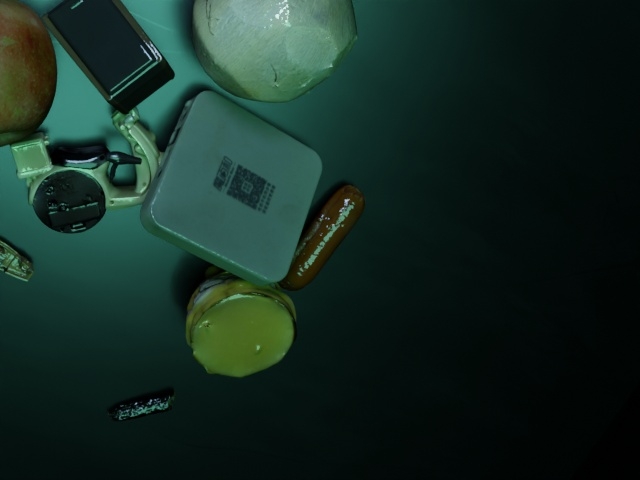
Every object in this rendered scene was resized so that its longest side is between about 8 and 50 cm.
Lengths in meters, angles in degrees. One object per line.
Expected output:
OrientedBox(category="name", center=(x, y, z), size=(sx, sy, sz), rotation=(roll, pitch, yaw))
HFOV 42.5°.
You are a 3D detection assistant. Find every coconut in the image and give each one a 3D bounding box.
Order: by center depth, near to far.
OrientedBox(category="coconut", center=(-0.084, -0.487, 1.787), size=(0.360, 0.346, 0.346), rotation=(-28, 122, 33))

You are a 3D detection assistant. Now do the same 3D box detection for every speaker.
OrientedBox(category="speaker", center=(-0.444, -0.409, 1.745), size=(0.153, 0.192, 0.231), rotation=(-38, 91, -3))

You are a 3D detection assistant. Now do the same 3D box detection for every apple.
OrientedBox(category="apple", center=(-0.684, -0.324, 1.654), size=(0.319, 0.319, 0.277), rotation=(-20, 102, -10))

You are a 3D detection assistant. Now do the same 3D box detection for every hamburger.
OrientedBox(category="hamburger", center=(-0.210, 0.182, 2.061), size=(0.276, 0.237, 0.276), rotation=(-7, 120, -12))

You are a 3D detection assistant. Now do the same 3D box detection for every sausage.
OrientedBox(category="sausage", center=(0.000, 0.000, 2.135), size=(0.102, 0.102, 0.330), rotation=(34, 97, -26))

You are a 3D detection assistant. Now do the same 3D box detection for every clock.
OrientedBox(category="clock", center=(-0.494, -0.166, 1.898), size=(0.379, 0.120, 0.276), rotation=(-18, 118, -11))

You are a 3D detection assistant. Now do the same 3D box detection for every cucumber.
OrientedBox(category="cucumber", center=(-0.470, 0.442, 2.171), size=(0.181, 0.053, 0.053), rotation=(-12, 113, -12))

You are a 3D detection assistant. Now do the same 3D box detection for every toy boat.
OrientedBox(category="toy boat", center=(-0.761, 0.029, 1.903), size=(0.206, 0.072, 0.064), rotation=(35, 94, -27))

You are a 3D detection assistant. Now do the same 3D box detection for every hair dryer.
OrientedBox(category="hair dryer", center=(-0.448, -0.162, 1.843), size=(0.079, 0.031, 0.083), rotation=(9, 129, -29))

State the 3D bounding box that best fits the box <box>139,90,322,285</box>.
OrientedBox(category="box", center=(-0.201, -0.120, 1.929), size=(0.373, 0.090, 0.367), rotation=(29, 65, -23))
